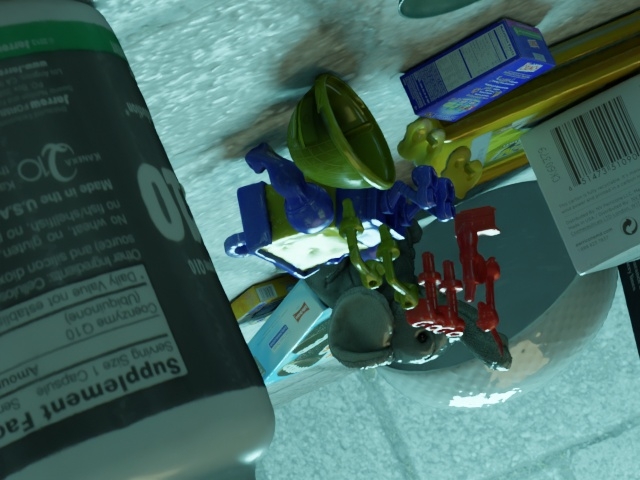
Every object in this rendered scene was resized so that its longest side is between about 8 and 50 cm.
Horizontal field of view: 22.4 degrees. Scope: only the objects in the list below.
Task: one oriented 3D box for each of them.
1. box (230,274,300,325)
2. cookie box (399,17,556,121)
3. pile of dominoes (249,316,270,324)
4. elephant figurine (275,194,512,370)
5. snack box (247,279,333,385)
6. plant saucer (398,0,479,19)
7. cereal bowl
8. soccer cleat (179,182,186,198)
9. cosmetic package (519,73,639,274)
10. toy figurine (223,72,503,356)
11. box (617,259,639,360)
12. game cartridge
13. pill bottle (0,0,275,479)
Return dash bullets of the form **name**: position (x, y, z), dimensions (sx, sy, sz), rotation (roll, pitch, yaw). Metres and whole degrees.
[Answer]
- **box**: position (-0.083, 0.084, 2.125), dimensions (0.081, 0.028, 0.136), rotation (-17, 166, -35)
- **cookie box**: position (0.135, -0.145, 1.382), dimensions (0.107, 0.040, 0.092), rotation (-27, 169, 24)
- **pile of dominoes**: position (0.046, 0.073, 2.316), dimensions (0.251, 0.040, 0.196), rotation (-15, 167, -42)
- **elephant figurine**: position (0.080, 0.077, 1.837), dimensions (0.169, 0.239, 0.186), rotation (-20, 170, -17)
- **snack box**: position (0.053, 0.087, 2.186), dimensions (0.322, 0.060, 0.187), rotation (-18, 156, -44)
- **plant saucer**: position (0.105, -0.192, 1.125), dimensions (0.119, 0.021, 0.119), rotation (-22, 169, -4)
- **cereal bowl**: position (0.222, 0.085, 1.987), dimensions (0.339, 0.141, 0.339), rotation (-28, -152, 17)
- **soccer cleat**: position (-0.143, -0.020, 1.351), dimensions (0.076, 0.068, 0.196), rotation (-26, 167, 1)
- **cosmetic package**: position (0.320, -0.070, 1.593), dimensions (0.151, 0.151, 0.184), rotation (-27, 170, 31)
- **toy figurine**: position (0.000, 0.000, 1.410), dimensions (0.217, 0.191, 0.362), rotation (-12, 162, 24)
- **box**: position (0.512, -0.028, 1.745), dimensions (0.212, 0.293, 0.395), rotation (8, 144, -20)
- **game cartridge**: position (0.235, -0.133, 1.637), dimensions (0.285, 0.052, 0.323), rotation (-23, 169, -1)
- **pill bottle**: position (-0.149, 0.063, 0.914), dimensions (0.204, 0.361, 0.204), rotation (-22, 170, -4)
